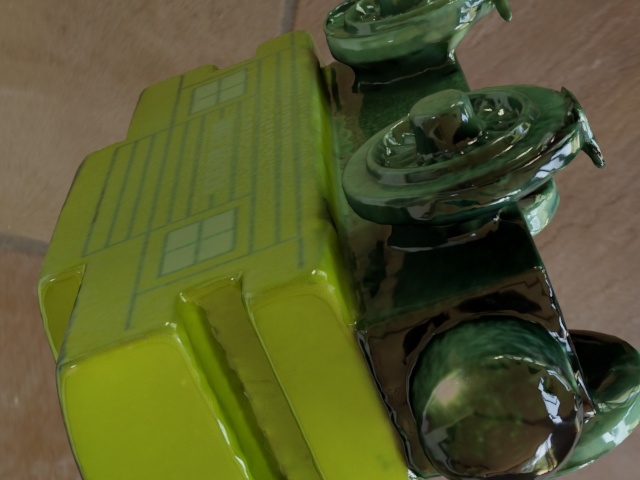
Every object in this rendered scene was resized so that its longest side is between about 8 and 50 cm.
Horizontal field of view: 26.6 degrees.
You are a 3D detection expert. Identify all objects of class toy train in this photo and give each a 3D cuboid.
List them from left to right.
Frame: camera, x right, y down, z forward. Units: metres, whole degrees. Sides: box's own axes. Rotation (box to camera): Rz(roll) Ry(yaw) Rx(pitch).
[{"bbox_3d":[0.000,0.000,0.700,0.272,0.442,0.179,-20,113,7],"label":"toy train"}]
